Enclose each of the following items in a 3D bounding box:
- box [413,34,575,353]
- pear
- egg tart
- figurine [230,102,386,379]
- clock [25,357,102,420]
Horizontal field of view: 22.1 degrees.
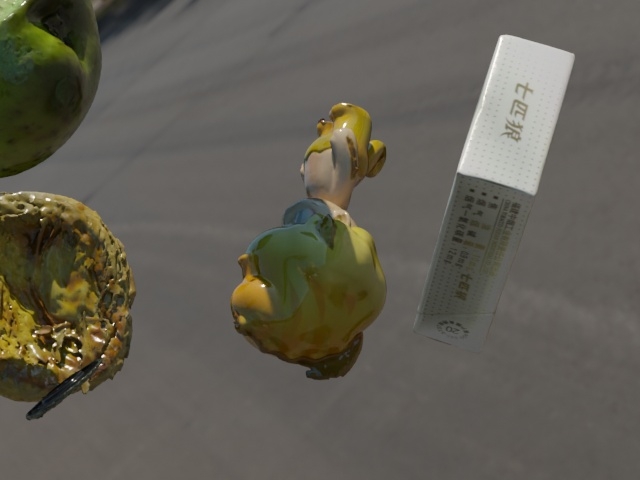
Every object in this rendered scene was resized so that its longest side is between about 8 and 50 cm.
[{"bbox_3d":[0.195,-0.047,1.879,0.330,0.095,0.210,102,-173,-55],"label":"box"},{"bbox_3d":[-0.309,-0.168,1.576,0.282,0.176,0.286,14,51,46],"label":"pear"},{"bbox_3d":[-0.317,0.064,1.778,0.232,0.252,0.098,-28,-9,-25],"label":"egg tart"},{"bbox_3d":[0.000,0.000,1.399,0.156,0.131,0.246,136,152,-61],"label":"figurine"},{"bbox_3d":[-0.224,0.130,1.437,0.083,0.010,0.074,-41,9,-22],"label":"clock"}]
